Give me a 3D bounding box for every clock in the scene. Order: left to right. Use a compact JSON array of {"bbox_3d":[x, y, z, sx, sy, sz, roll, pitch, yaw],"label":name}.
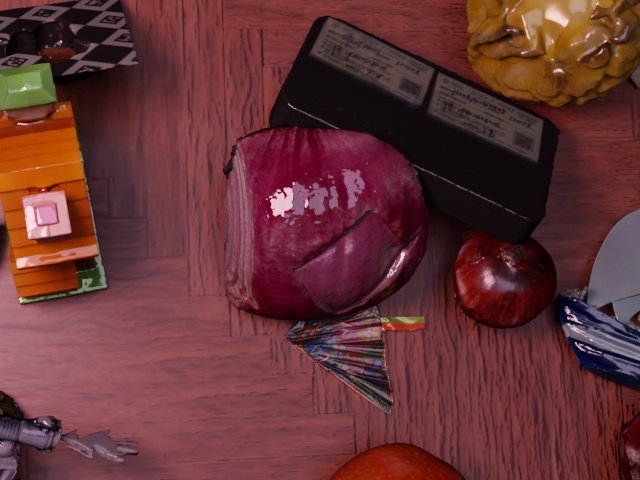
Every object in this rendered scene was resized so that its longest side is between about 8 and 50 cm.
[{"bbox_3d":[-0.314,-0.058,1.280,0.106,0.255,0.220,-11,82,-10],"label":"clock"}]

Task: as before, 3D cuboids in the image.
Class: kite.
[{"bbox_3d":[0.043,0.099,1.435,0.183,0.014,0.241,-2,80,-10],"label":"kite"}]

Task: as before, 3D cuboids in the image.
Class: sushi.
[{"bbox_3d":[-0.334,-0.217,1.359,0.219,0.231,0.047,-10,124,-11],"label":"sushi"}]

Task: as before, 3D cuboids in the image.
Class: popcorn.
[{"bbox_3d":[0.292,-0.282,1.442,0.250,0.190,0.250,-5,81,30],"label":"popcorn"}]

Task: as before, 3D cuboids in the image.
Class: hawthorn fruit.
[{"bbox_3d":[0.098,0.329,1.296,0.196,0.225,0.196,1,84,-15],"label":"hawthorn fruit"}]

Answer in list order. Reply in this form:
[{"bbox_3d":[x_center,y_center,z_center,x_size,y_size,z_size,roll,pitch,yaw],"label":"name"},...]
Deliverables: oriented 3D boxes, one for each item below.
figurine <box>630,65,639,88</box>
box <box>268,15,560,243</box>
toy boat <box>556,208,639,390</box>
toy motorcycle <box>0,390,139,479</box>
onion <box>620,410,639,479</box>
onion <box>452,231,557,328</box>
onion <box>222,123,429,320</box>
[{"bbox_3d":[0.545,-0.279,1.516,0.394,0.226,0.274,41,108,-12],"label":"figurine"},{"bbox_3d":[0.122,-0.142,1.416,0.350,0.058,0.211,25,44,-3],"label":"box"},{"bbox_3d":[0.425,0.043,1.481,0.220,0.067,0.291,20,75,-5],"label":"toy boat"},{"bbox_3d":[-0.404,0.209,1.247,0.401,0.207,0.134,22,108,-24],"label":"toy motorcycle"},{"bbox_3d":[0.419,0.276,1.398,0.198,0.135,0.173,-31,122,-18],"label":"onion"},{"bbox_3d":[0.225,0.047,1.416,0.131,0.131,0.131,1,81,-9],"label":"onion"},{"bbox_3d":[0.000,0.000,1.325,0.247,0.111,0.250,5,115,5],"label":"onion"}]
